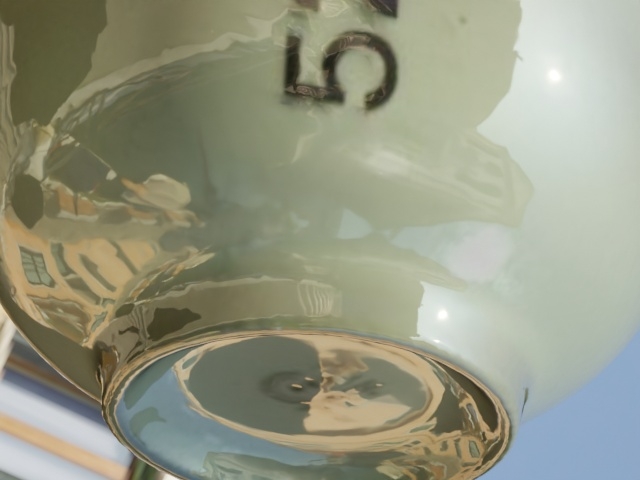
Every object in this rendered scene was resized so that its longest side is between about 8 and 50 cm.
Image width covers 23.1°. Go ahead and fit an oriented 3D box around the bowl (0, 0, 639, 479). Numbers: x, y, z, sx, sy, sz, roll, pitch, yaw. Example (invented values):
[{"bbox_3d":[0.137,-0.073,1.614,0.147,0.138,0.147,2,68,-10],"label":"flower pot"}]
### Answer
[{"bbox_3d":[0.000,0.000,0.691,0.354,0.354,0.185,-34,-138,43],"label":"bowl"}]
